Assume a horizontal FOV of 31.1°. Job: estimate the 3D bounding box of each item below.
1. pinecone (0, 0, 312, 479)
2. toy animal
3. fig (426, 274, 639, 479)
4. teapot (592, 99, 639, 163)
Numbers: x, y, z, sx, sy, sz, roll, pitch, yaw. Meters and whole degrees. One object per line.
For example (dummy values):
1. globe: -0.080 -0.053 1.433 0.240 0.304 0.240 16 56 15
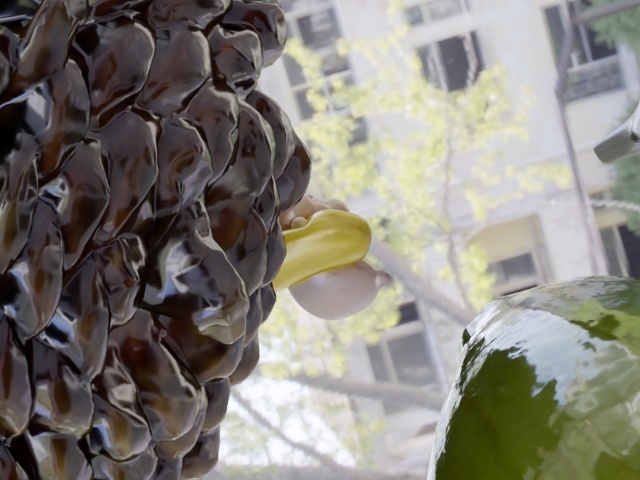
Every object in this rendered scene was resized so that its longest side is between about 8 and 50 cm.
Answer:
1. pinecone: -0.194 -0.036 0.614 0.398 0.397 0.398 -16 -90 -87
2. toy animal: 0.000 0.000 0.825 0.114 0.091 0.082 28 -148 -34
3. fig: 0.121 0.112 0.482 0.225 0.203 0.203 46 162 44
4. teapot: 0.343 -0.058 0.895 0.185 0.267 0.175 3 -72 -57
